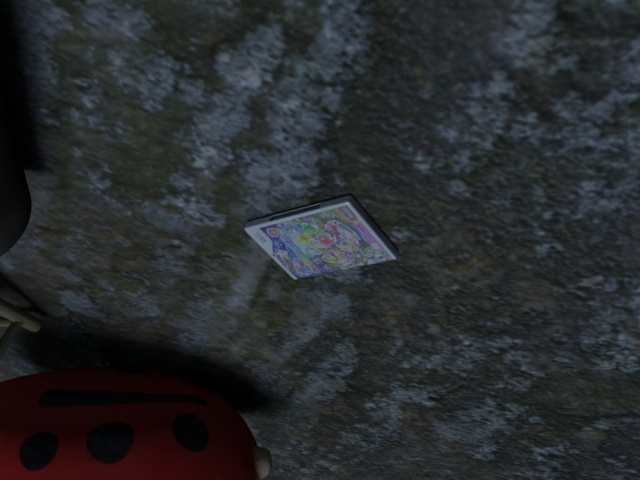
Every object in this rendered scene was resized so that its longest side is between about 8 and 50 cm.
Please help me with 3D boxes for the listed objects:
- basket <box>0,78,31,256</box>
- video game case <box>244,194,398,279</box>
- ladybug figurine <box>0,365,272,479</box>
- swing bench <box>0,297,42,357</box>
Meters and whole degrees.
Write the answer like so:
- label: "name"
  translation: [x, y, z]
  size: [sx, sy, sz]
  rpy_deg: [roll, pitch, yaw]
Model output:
- label: "basket"
  translation: [-0.336, -0.083, 0.649]
  size: [0.204, 0.154, 0.227]
  rpy_deg: [13, 148, 6]
- label: "video game case"
  translation: [0.000, 0.000, 0.746]
  size: [0.122, 0.011, 0.087]
  rpy_deg: [-13, 136, 34]
- label: "ladybug figurine"
  translation: [-0.287, 0.267, 1.004]
  size: [0.449, 0.305, 0.162]
  rpy_deg: [-1, 112, -5]
- label: "swing bench"
  translation: [-0.526, 0.079, 0.930]
  size: [0.253, 0.165, 0.255]
  rpy_deg: [-1, 136, 23]
